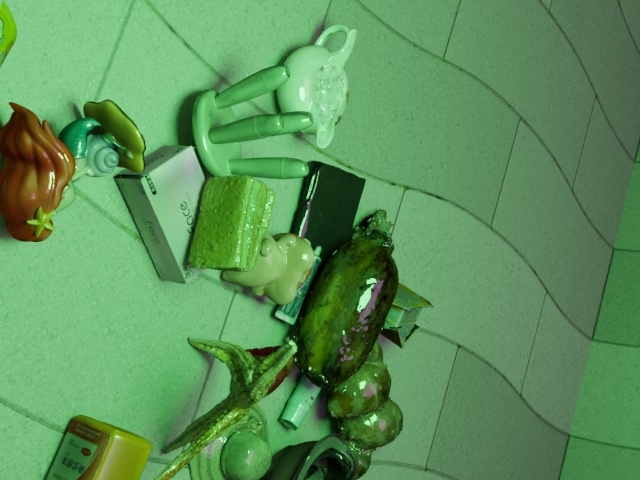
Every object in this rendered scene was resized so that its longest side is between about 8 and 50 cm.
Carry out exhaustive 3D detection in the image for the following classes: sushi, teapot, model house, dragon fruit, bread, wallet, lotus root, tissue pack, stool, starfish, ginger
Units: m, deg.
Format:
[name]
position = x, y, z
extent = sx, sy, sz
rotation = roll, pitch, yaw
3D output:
[sushi]
position = 0.125, -0.006, 2.152
extent = 0.097, 0.103, 0.226
rotation = 27, 50, -7
[teapot]
position = -0.005, -0.360, 1.925
extent = 0.204, 0.139, 0.298
rotation = 13, 86, -46
[model house]
position = 0.152, 0.181, 2.173
extent = 0.207, 0.219, 0.135
rotation = 0, 116, -57
[dragon fruit]
position = -0.114, 0.307, 1.917
extent = 0.161, 0.121, 0.127
rotation = -5, 105, -56
[bread]
position = -0.175, -0.029, 1.641
extent = 0.102, 0.138, 0.196
rotation = 23, 72, -47
[wallet]
position = 0.000, 0.000, 2.044
extent = 0.197, 0.051, 0.377
rotation = 16, 88, -46
[lotus root]
position = 0.065, 0.159, 1.973
extent = 0.397, 0.196, 0.179
rotation = -63, 174, -9
[tissue pack]
position = -0.291, -0.056, 1.678
extent = 0.148, 0.093, 0.246
rotation = -42, 125, -38
[stool]
position = -0.137, -0.233, 1.707
extent = 0.195, 0.199, 0.195
rotation = 58, 27, -48
[starfish]
position = -0.201, 0.306, 1.626
extent = 0.384, 0.398, 0.132
rotation = -46, 109, -3
[ginger]
position = 0.105, 0.423, 2.121
extent = 0.256, 0.176, 0.375
rotation = -26, 127, -38

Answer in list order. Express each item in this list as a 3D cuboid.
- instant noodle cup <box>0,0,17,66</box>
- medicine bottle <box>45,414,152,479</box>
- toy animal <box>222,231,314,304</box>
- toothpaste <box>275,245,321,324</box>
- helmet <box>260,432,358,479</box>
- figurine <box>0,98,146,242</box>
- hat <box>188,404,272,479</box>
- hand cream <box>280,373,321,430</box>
[instant noodle cup]
position = -0.583, -0.282, 1.207
extent = 0.264, 0.264, 0.200
rotation = 52, 48, -39
[medicine bottle]
position = -0.429, 0.454, 1.552
extent = 0.112, 0.149, 0.222
rotation = 36, 69, -45
[toy animal]
position = -0.105, 0.053, 1.864
extent = 0.198, 0.171, 0.171
rotation = 14, 85, -45
[toothpaste]
position = -0.044, 0.102, 1.970
extent = 0.057, 0.035, 0.197
rotation = 30, 81, -26
[helmet]
position = -0.043, 0.610, 1.980
extent = 0.271, 0.197, 0.338
rotation = -38, 120, -47
[figurine]
position = -0.456, -0.136, 1.435
extent = 0.257, 0.181, 0.208
rotation = -42, 165, -35
[hat]
position = -0.172, 0.487, 1.883
extent = 0.252, 0.110, 0.251
rotation = -10, 103, -48
[hand cream]
position = -0.007, 0.323, 2.094
extent = 0.085, 0.058, 0.331
rotation = 47, 55, -26
